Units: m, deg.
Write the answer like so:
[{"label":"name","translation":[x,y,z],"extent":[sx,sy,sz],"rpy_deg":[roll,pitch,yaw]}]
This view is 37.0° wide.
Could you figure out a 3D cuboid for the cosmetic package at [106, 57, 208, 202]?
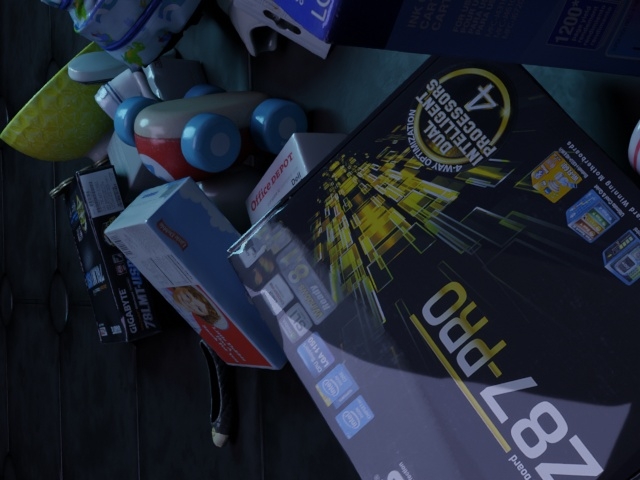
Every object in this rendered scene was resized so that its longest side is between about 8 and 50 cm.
[{"label":"cosmetic package","translation":[-0.266,-0.179,1.585],"extent":[0.238,0.107,0.127],"rpy_deg":[-49,52,43]}]

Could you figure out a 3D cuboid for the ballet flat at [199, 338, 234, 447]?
[{"label":"ballet flat","translation":[-0.162,0.231,1.473],"extent":[0.057,0.049,0.173],"rpy_deg":[-8,84,59]}]

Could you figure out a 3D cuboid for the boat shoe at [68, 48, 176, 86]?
[{"label":"boat shoe","translation":[-0.322,-0.273,1.578],"extent":[0.077,0.219,0.070],"rpy_deg":[27,120,29]}]

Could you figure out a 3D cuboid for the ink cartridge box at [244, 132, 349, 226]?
[{"label":"ink cartridge box","translation":[0.000,0.000,1.166],"extent":[0.160,0.092,0.220],"rpy_deg":[-50,51,46]}]

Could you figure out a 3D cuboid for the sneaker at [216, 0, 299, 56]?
[{"label":"sneaker","translation":[-0.041,-0.342,1.243],"extent":[0.262,0.099,0.121],"rpy_deg":[-44,66,54]}]

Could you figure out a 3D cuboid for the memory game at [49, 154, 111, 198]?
[{"label":"memory game","translation":[-0.418,-0.128,1.765],"extent":[0.186,0.186,0.012],"rpy_deg":[-23,98,56]}]

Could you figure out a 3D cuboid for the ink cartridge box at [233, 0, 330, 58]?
[{"label":"ink cartridge box","translation":[-0.022,-0.324,1.174],"extent":[0.045,0.145,0.179],"rpy_deg":[-59,-1,-31]}]

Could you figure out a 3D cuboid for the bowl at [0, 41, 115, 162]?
[{"label":"bowl","translation":[-0.425,-0.234,1.754],"extent":[0.156,0.289,0.289],"rpy_deg":[47,149,-13]}]

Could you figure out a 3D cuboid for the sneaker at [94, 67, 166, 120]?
[{"label":"sneaker","translation":[-0.217,-0.150,1.427],"extent":[0.091,0.258,0.094],"rpy_deg":[-41,33,2]}]

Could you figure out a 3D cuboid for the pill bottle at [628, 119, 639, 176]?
[{"label":"pill bottle","translation":[0.302,-0.037,0.686],"extent":[0.160,0.087,0.087],"rpy_deg":[59,137,40]}]

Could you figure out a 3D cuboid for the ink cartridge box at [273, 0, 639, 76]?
[{"label":"ink cartridge box","translation":[0.115,-0.277,0.688],"extent":[0.151,0.395,0.270],"rpy_deg":[50,132,45]}]

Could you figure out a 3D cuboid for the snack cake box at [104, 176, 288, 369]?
[{"label":"snack cake box","translation":[-0.145,0.049,1.265],"extent":[0.264,0.089,0.152],"rpy_deg":[51,152,-19]}]

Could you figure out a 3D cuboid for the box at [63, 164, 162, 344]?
[{"label":"box","translation":[-0.376,0.035,1.695],"extent":[0.295,0.073,0.294],"rpy_deg":[164,92,-69]}]

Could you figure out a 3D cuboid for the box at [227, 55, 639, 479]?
[{"label":"box","translation":[0.134,0.054,0.794],"extent":[0.318,0.097,0.395],"rpy_deg":[-43,57,15]}]

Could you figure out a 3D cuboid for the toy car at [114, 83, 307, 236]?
[{"label":"toy car","translation":[-0.145,-0.078,1.319],"extent":[0.219,0.210,0.238],"rpy_deg":[19,120,48]}]

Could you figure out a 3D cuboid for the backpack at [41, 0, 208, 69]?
[{"label":"backpack","translation":[-0.266,-0.401,1.368],"extent":[0.290,0.273,0.356],"rpy_deg":[-38,50,22]}]
